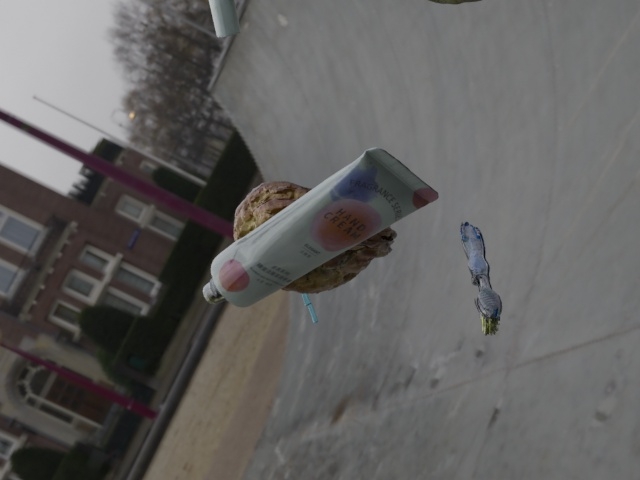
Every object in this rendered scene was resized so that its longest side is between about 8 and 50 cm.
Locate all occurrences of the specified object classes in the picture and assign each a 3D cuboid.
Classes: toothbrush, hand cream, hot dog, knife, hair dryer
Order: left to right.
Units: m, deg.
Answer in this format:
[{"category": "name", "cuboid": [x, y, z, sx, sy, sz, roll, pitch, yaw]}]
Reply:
[{"category": "hair dryer", "cuboid": [-0.107, -0.401, 1.369, 0.044, 0.183, 0.154, -31, -63, -47]}, {"category": "hand cream", "cuboid": [-0.021, -0.001, 1.107, 0.341, 0.124, 0.077, -30, 44, 29]}, {"category": "knife", "cuboid": [-0.025, 0.131, 1.815, 0.091, 0.014, 0.005, 68, -173, 29]}, {"category": "hot dog", "cuboid": [0.000, 0.000, 1.410, 0.196, 0.272, 0.122, -38, 47, 32]}, {"category": "toothbrush", "cuboid": [0.233, 0.036, 1.314, 0.413, 0.035, 0.042, -75, -13, -70]}]

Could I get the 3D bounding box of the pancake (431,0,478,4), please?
[{"category": "pancake", "cuboid": [0.231, -0.479, 1.417, 0.042, 0.236, 0.222, 74, -161, -70]}]
